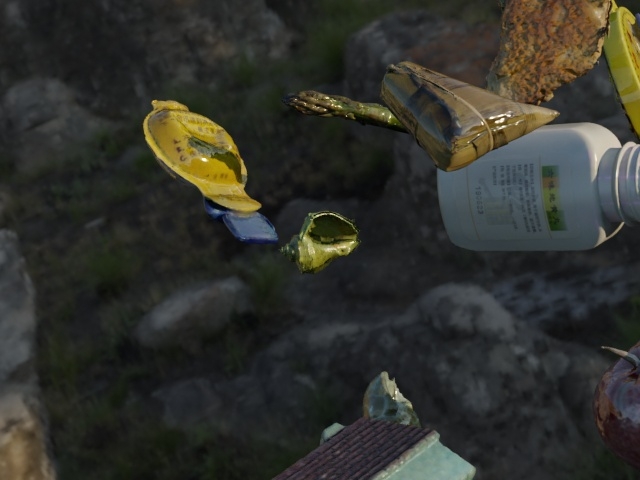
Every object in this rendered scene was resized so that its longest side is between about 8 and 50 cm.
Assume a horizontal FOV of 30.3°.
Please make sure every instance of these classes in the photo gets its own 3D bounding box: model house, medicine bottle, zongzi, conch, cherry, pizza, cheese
[{"bbox_3d":[0.046,0.409,1.784,0.248,0.230,0.280,30,36,30],"label":"model house"},{"bbox_3d":[0.337,-0.077,1.720,0.324,0.179,0.124,-1,12,38],"label":"medicine bottle"},{"bbox_3d":[0.085,-0.084,0.689,0.083,0.040,0.076,-27,61,-19],"label":"zongzi"},{"bbox_3d":[0.124,0.328,2.154,0.105,0.173,0.116,-21,-15,2],"label":"conch"},{"bbox_3d":[0.537,0.244,1.799,0.236,0.285,0.213,-50,4,28],"label":"cherry"},{"bbox_3d":[0.000,0.000,1.633,0.121,0.089,0.074,-11,43,-15],"label":"conch"},{"bbox_3d":[0.272,-0.246,1.403,0.147,0.226,0.069,9,6,23],"label":"pizza"},{"bbox_3d":[-0.138,-0.086,1.465,0.156,0.250,0.064,3,-47,-48],"label":"cheese"}]

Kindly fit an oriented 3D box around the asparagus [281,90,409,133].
[{"bbox_3d":[0.035,-0.150,1.365,0.165,0.030,0.036,10,10,-8],"label":"asparagus"}]

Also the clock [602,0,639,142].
[{"bbox_3d":[0.529,-0.248,1.884,0.071,0.294,0.277,-21,-19,27],"label":"clock"}]
